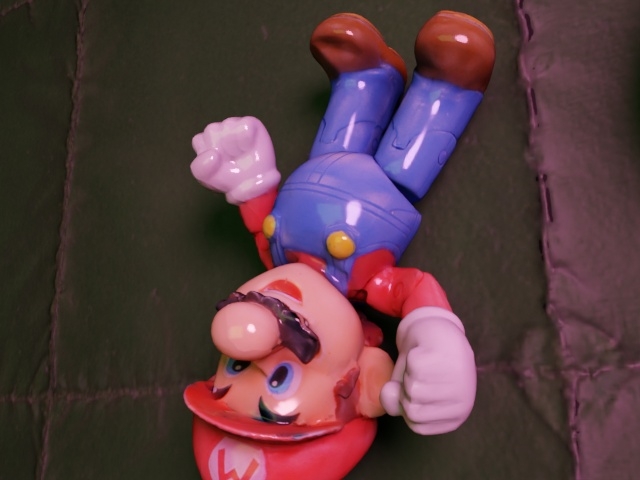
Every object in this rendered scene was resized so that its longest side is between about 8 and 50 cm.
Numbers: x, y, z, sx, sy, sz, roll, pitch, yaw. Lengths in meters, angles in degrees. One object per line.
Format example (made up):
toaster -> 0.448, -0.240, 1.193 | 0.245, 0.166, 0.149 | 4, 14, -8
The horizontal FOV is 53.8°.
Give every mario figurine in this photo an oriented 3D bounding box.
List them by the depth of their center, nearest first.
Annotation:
mario figurine -> 0.000, 0.000, 0.382 | 0.198, 0.170, 0.320 | -10, 59, 67
